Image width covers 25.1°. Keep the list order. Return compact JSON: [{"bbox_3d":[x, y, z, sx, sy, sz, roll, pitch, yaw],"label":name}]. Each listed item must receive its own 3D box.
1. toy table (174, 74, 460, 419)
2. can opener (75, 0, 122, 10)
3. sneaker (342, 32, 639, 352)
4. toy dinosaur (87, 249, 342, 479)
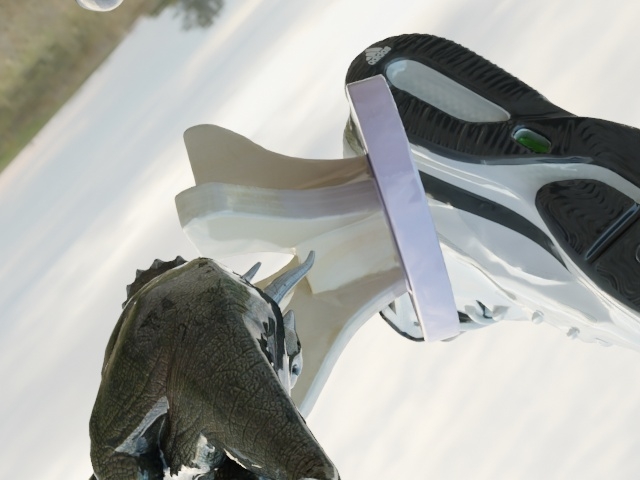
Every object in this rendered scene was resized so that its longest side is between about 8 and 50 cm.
[{"bbox_3d":[0.000,0.000,1.060,0.161,0.274,0.252,-18,-127,3],"label":"toy table"},{"bbox_3d":[-0.153,-0.214,1.064,0.283,0.076,0.095,-114,-149,-79],"label":"can opener"},{"bbox_3d":[0.203,0.023,1.259,0.169,0.447,0.257,-41,155,-32],"label":"sneaker"},{"bbox_3d":[-0.057,0.071,0.617,0.313,0.121,0.160,108,-19,-83],"label":"toy dinosaur"}]
